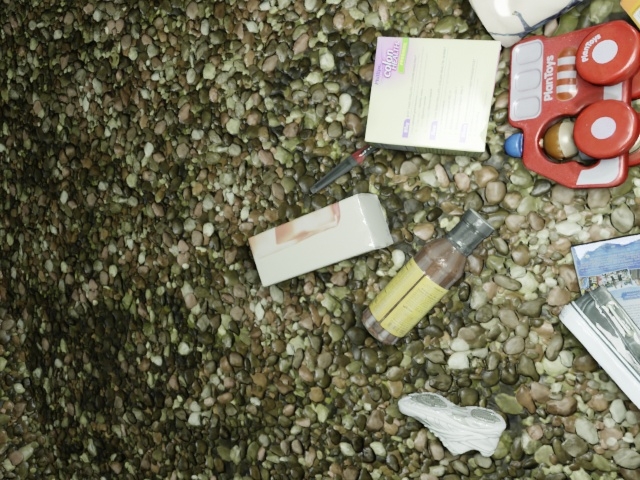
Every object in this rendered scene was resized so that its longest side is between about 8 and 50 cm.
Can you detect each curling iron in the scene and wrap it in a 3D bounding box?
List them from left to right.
[{"bbox_3d":[0.078,-0.206,1.138,0.274,0.035,0.068,-43,79,19],"label":"curling iron"}]

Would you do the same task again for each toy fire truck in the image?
[{"bbox_3d":[0.479,-0.249,0.902,0.253,0.169,0.303,5,95,48],"label":"toy fire truck"}]

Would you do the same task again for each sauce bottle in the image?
[{"bbox_3d":[0.235,0.081,1.041,0.111,0.111,0.344,47,110,15],"label":"sauce bottle"}]

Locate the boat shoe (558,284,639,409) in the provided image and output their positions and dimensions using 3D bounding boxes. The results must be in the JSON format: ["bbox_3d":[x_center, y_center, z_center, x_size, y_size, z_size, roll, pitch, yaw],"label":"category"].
[{"bbox_3d":[0.593,0.226,0.852,0.335,0.121,0.119,49,114,16],"label":"boat shoe"}]

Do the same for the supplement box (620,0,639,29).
[{"bbox_3d":[0.583,-0.323,0.744,0.078,0.080,0.234,-22,76,-13],"label":"supplement box"}]

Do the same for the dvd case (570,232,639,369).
[{"bbox_3d":[0.609,0.115,0.919,0.180,0.022,0.253,-13,87,24],"label":"dvd case"}]

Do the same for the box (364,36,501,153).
[{"bbox_3d":[0.231,-0.296,0.999,0.242,0.117,0.214,8,96,13],"label":"box"}]

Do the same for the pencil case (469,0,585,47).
[{"bbox_3d":[0.446,-0.514,0.828,0.410,0.159,0.184,-25,90,41],"label":"pencil case"}]

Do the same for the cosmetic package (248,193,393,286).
[{"bbox_3d":[0.000,0.000,1.123,0.296,0.153,0.129,-20,86,23],"label":"cosmetic package"}]

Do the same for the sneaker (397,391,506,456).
[{"bbox_3d":[0.279,0.416,1.053,0.232,0.090,0.115,11,101,25],"label":"sneaker"}]
